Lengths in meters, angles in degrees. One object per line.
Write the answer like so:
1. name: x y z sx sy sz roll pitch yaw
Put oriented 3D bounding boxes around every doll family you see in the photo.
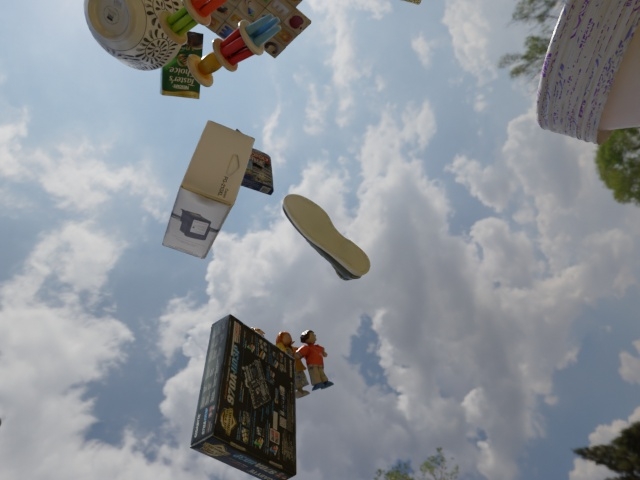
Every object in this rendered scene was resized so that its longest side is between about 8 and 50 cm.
1. doll family: -0.101 0.269 0.992 0.263 0.118 0.163 12 -130 -47

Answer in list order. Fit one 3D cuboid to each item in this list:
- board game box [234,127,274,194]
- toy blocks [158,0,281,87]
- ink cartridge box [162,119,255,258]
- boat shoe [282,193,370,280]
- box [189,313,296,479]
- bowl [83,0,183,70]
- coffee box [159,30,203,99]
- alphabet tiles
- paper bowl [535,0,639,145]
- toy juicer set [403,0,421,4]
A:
1. board game box: -0.236 -0.261 1.441 0.194 0.060 0.194 16 -130 -32
2. toy blocks: -0.140 -0.308 0.638 0.123 0.148 0.054 58 -154 -22
3. ink cartridge box: -0.228 -0.094 0.895 0.100 0.237 0.171 21 -124 -17
4. boat shoe: 0.000 0.000 1.298 0.319 0.099 0.116 42 -130 -6
5. box: -0.113 0.253 0.729 0.175 0.051 0.220 43 -155 -32
6. bowl: -0.311 -0.356 0.710 0.170 0.170 0.080 62 -159 -18
7. coffee box: -0.396 -0.502 1.275 0.113 0.040 0.184 -2 -65 -31
8. alphabet tiles: -0.205 -0.628 1.168 0.343 0.285 0.011 27 -124 -33
9. paper bowl: 0.423 -0.269 0.598 0.284 0.148 0.284 -35 -39 -34
10. toy juicer set: 0.203 -0.544 0.846 0.210 0.329 0.089 8 -86 -30
